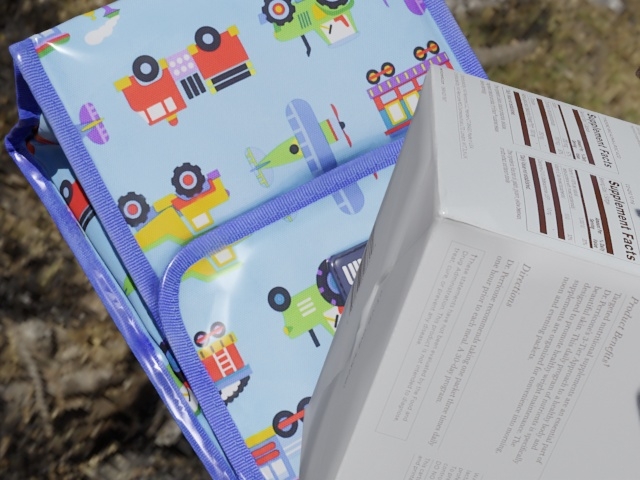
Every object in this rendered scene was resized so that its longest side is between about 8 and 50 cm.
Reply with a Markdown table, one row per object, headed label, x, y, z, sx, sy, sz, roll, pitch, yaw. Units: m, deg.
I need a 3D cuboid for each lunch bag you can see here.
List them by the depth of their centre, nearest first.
| label | x | y | z | sx | sy | sz | roll | pitch | yaw |
| --- | --- | --- | --- | --- | --- | --- | --- | --- | --- |
| lunch bag | 0.000 | 0.000 | 0.785 | 0.221 | 0.138 | 0.293 | -28 | 79 | -20 |

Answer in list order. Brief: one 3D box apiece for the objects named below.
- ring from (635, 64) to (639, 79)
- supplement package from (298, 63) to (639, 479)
| label | x | y | z | sx | sy | sz | roll | pitch | yaw |
| --- | --- | --- | --- | --- | --- | --- | --- | --- | --- |
| ring | 0.266 | -0.207 | 0.710 | 0.032 | 0.336 | 0.336 | 43 | 41 | 6 |
| supplement package | 0.112 | 0.063 | 0.619 | 0.203 | 0.194 | 0.149 | 17 | 28 | -6 |
